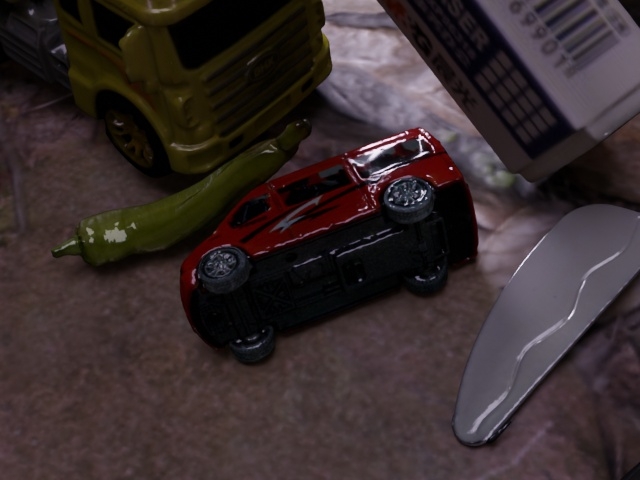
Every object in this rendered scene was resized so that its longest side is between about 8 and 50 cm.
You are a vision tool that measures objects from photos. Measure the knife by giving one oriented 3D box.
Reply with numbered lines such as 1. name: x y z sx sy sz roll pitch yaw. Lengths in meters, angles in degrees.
1. knife: 0.190 -0.003 0.721 0.336 0.043 0.081 -40 51 -14

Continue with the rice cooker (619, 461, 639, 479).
1. rice cooker: 0.162 0.183 0.529 0.118 0.142 0.203 39 70 19

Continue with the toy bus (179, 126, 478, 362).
1. toy bus: 0.000 0.000 0.735 0.195 0.081 0.089 -22 43 -4

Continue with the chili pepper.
1. chili pepper: -0.087 -0.027 0.774 0.208 0.049 0.043 -25 26 16

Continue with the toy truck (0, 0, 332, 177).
1. toy truck: -0.186 -0.231 0.841 0.405 0.254 0.180 34 63 27

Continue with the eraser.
1. eraser: 0.096 -0.176 0.735 0.081 0.124 0.279 -37 88 -14
